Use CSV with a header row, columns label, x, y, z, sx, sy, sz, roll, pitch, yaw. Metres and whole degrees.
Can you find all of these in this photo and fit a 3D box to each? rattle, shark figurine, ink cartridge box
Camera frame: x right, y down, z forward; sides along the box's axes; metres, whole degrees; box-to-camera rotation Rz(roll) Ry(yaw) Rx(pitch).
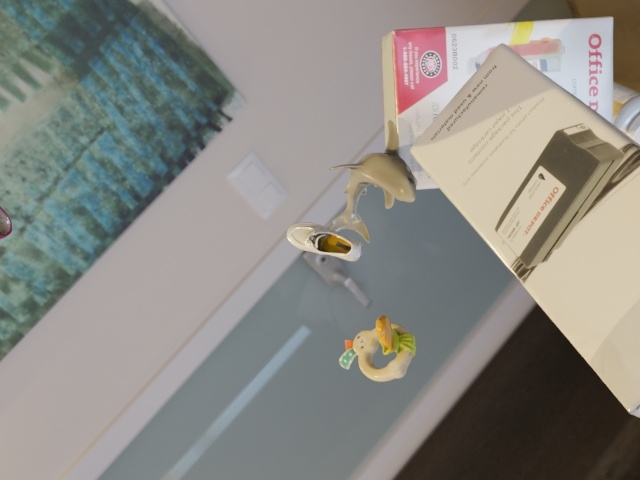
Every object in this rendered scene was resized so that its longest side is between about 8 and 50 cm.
label,x,y,z,sx,sy,sz,roll,pitch,yaw
rattle,0.081,0.208,1.376,0.200,0.130,0.143,8,172,46
shark figurine,0.060,-0.100,1.171,0.278,0.116,0.166,140,123,-64
ink cartridge box,0.315,-0.246,1.230,0.160,0.385,0.279,-106,12,-80
ink cartridge box,0.315,0.003,0.704,0.285,0.166,0.395,22,-154,-38

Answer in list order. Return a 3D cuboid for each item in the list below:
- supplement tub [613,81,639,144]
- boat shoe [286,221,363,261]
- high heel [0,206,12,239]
label,x,y,z,sx,sy,sz,roll,pitch,yaw
supplement tub,0.657,-0.266,1.504,0.144,0.144,0.199,51,179,-41
boat shoe,0.000,0.000,0.794,0.100,0.035,0.035,20,179,27
high heel,-0.335,-0.061,0.514,0.181,0.127,0.377,2,172,-23
